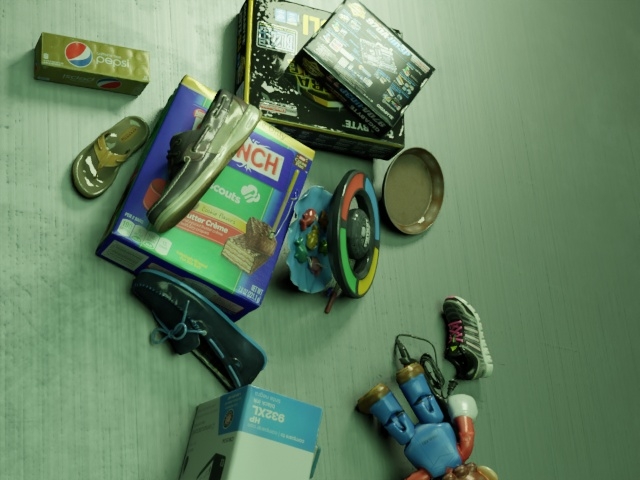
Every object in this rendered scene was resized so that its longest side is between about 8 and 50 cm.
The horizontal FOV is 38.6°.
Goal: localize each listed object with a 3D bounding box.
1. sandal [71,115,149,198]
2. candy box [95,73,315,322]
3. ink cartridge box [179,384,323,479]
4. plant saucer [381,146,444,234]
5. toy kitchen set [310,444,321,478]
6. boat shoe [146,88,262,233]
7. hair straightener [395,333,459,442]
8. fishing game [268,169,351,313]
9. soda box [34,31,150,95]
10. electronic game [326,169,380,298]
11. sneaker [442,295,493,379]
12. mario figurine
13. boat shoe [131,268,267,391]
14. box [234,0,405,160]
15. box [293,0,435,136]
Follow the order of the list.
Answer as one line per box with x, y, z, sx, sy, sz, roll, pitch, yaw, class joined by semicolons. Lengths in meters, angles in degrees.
-0.341;-0.147;1.497;0.072;0.049;0.180;43;58;-11;sandal
-0.182;-0.068;1.519;0.268;0.122;0.317;28;61;-19;candy box
-0.126;0.389;1.337;0.129;0.223;0.307;22;64;-21;ink cartridge box
0.174;-0.096;1.758;0.168;0.029;0.168;-6;100;-40;plant saucer
-0.018;0.427;1.473;0.166;0.122;0.207;20;85;-23;toy kitchen set
-0.193;-0.128;1.405;0.092;0.103;0.285;38;55;-6;boat shoe
0.207;0.271;1.681;0.089;0.047;0.230;-24;82;-34;hair straightener
0.000;0.000;1.570;0.264;0.041;0.189;59;46;-46;fishing game
-0.378;-0.292;1.519;0.181;0.058;0.061;5;71;-29;soda box
0.064;-0.011;1.617;0.229;0.048;0.229;1;90;-69;electronic game
0.266;0.189;1.724;0.074;0.063;0.170;-19;89;-39;sneaker
0.196;0.383;1.590;0.321;0.198;0.170;59;28;11;mario figurine
-0.197;0.147;1.450;0.258;0.109;0.089;38;63;-11;boat shoe
0.001;-0.305;1.716;0.322;0.079;0.257;9;67;-22;box
0.084;-0.325;1.687;0.220;0.051;0.175;40;60;-7;box
